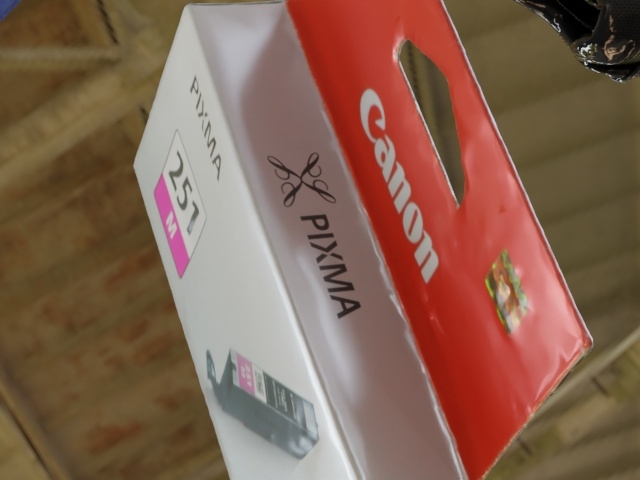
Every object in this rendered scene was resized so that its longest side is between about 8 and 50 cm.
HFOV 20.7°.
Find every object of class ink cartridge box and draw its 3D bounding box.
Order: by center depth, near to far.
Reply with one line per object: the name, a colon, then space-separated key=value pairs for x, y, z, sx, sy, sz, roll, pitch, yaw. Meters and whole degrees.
ink cartridge box: x=0.000 y=0.000 z=0.764 sx=0.060 sy=0.275 sz=0.239 roll=-6 pitch=-32 yaw=-23

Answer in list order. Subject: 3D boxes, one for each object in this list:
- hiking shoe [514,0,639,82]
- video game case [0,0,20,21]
hiking shoe: x=0.175 y=-0.100 z=0.843 sx=0.114 sy=0.227 sz=0.086 roll=-36 pitch=-38 yaw=-43
video game case: x=-0.208 y=-0.127 z=0.516 sx=0.269 sy=0.061 sz=0.244 roll=-49 pitch=-67 yaw=-12
